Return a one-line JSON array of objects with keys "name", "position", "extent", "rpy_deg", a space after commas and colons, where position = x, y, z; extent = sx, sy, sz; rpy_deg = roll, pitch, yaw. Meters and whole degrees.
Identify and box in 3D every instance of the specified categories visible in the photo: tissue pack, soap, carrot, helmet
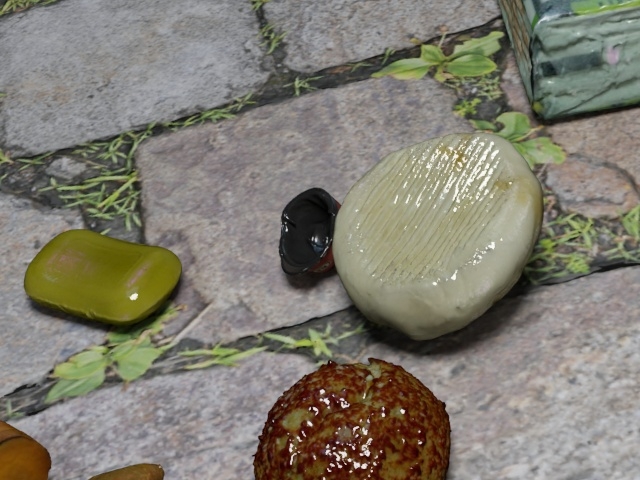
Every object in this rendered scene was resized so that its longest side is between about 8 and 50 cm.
[{"name": "tissue pack", "position": [0.283, -0.261, 1.311], "extent": [0.228, 0.128, 0.310], "rpy_deg": [-10, 40, 2]}, {"name": "soap", "position": [-0.185, 0.032, 1.166], "extent": [0.140, 0.045, 0.089], "rpy_deg": [13, 49, 27]}, {"name": "carrot", "position": [-0.295, 0.151, 1.051], "extent": [0.205, 0.072, 0.072], "rpy_deg": [16, 48, 40]}, {"name": "helmet", "position": [0.001, 0.002, 1.145], "extent": [0.065, 0.049, 0.084], "rpy_deg": [-24, 49, 33]}]

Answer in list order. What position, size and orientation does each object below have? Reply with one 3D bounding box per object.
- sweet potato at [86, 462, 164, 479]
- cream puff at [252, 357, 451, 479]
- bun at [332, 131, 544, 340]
[{"name": "sweet potato", "position": [-0.198, 0.217, 0.942], "extent": [0.218, 0.051, 0.065], "rpy_deg": [-30, 1, -20]}, {"name": "cream puff", "position": [0.020, 0.137, 0.955], "extent": [0.149, 0.084, 0.149], "rpy_deg": [-7, 39, 5]}, {"name": "bun", "position": [0.101, 0.003, 1.075], "extent": [0.183, 0.102, 0.183], "rpy_deg": [-20, 44, 20]}]
